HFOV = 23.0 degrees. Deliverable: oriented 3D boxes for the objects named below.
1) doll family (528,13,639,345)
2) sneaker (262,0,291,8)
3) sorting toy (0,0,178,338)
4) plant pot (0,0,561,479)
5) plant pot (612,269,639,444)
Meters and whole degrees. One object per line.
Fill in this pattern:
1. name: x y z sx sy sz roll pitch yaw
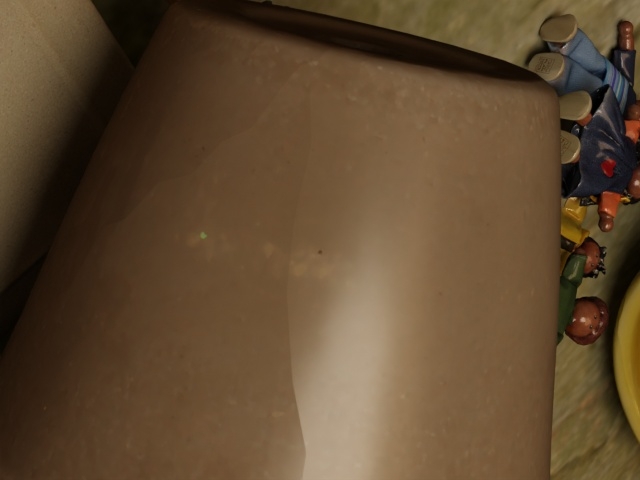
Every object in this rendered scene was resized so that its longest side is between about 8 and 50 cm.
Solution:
1. doll family: 0.141 -0.030 0.855 0.111 0.076 0.193 27 90 -42
2. sneaker: 0.000 0.000 0.735 0.086 0.085 0.237 -38 132 -26
3. sorting toy: -0.156 -0.034 0.606 0.347 0.047 0.196 -43 141 -13
4. plant pot: -0.012 0.033 0.599 0.263 0.263 0.229 1 107 -42
5. plant pot: 0.346 0.044 0.971 0.239 0.254 0.254 -39 135 -39
